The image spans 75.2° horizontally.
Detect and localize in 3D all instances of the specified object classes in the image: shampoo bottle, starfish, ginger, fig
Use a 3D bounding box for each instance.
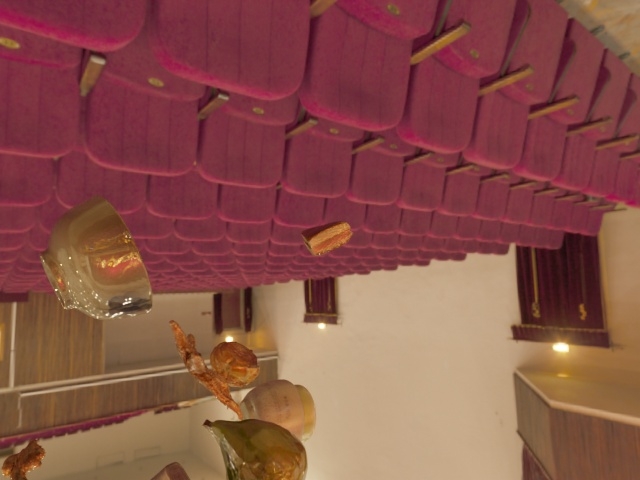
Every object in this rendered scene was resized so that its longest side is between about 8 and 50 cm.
[{"bbox_3d":[-0.204,0.817,1.931,0.317,0.322,0.322,8,170,-35],"label":"shampoo bottle"},{"bbox_3d":[-0.316,0.326,1.080,0.060,0.299,0.302,-34,143,-18],"label":"starfish"},{"bbox_3d":[-1.026,0.803,1.453,0.133,0.059,0.214,-26,-133,-35],"label":"ginger"},{"bbox_3d":[-0.176,0.583,1.095,0.314,0.233,0.233,38,168,-5],"label":"fig"}]

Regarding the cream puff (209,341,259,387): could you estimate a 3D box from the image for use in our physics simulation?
[{"bbox_3d":[-0.310,0.445,1.478,0.189,0.129,0.189,37,-176,-3],"label":"cream puff"}]

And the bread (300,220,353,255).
[{"bbox_3d":[0.000,0.000,0.739,0.109,0.043,0.062,-14,-160,36],"label":"bread"}]

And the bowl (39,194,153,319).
[{"bbox_3d":[-0.498,0.060,0.894,0.146,0.289,0.289,-28,-168,-37],"label":"bowl"}]

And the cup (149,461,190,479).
[{"bbox_3d":[-0.420,0.657,1.068,0.129,0.095,0.128,-42,160,-5],"label":"cup"}]
